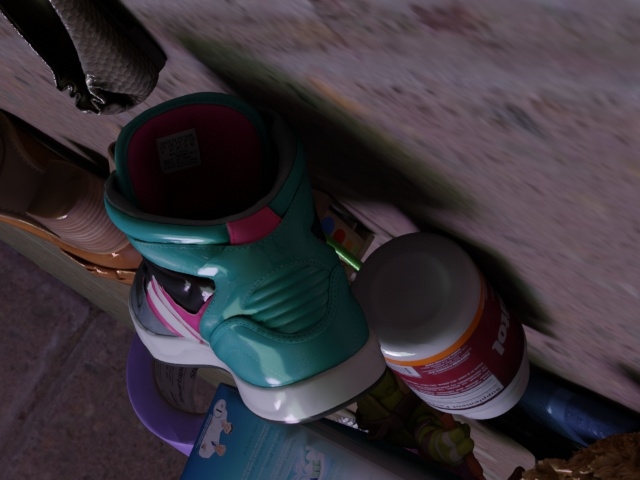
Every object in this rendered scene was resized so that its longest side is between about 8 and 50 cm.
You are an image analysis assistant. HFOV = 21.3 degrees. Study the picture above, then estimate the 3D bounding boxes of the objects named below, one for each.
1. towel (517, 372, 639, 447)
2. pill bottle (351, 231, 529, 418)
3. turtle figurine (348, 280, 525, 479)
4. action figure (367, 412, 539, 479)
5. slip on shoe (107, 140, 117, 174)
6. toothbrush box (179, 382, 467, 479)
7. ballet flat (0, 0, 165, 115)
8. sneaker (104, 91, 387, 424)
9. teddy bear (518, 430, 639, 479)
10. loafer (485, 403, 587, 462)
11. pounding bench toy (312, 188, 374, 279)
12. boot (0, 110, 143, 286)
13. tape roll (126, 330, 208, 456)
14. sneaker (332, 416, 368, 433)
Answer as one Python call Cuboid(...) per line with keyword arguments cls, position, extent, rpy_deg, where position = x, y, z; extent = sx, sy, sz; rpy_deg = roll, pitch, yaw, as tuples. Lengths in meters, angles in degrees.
Cuboid(cls="towel", position=(0.198, 0.133, 1.266), extent=(0.119, 0.029, 0.067), rpy_deg=(24, 166, 43))
Cuboid(cls="pill bottle", position=(0.084, 0.061, 1.102), extent=(0.086, 0.086, 0.152), rpy_deg=(27, 169, 32))
Cuboid(cls="turtle figurine", position=(0.056, 0.120, 1.420), extent=(0.217, 0.087, 0.269), rpy_deg=(46, -172, -16))
Cuboid(cls="action figure", position=(0.143, 0.286, 1.559), extent=(0.248, 0.276, 0.370), rpy_deg=(48, 177, -38))
Cuboid(cls="slip on shoe", position=(-0.119, -0.041, 1.363), extent=(0.135, 0.051, 0.041), rpy_deg=(34, 161, 31))
Cuboid(cls="toothbrush box", position=(0.050, 0.237, 1.394), extent=(0.216, 0.126, 0.295), rpy_deg=(24, 177, -37))
Cuboid(cls="ballet flat", position=(-0.173, -0.143, 0.979), extent=(0.084, 0.058, 0.250), rpy_deg=(25, 168, 34))
Cuboid(cls="sneaker", position=(-0.074, -0.005, 1.057), extent=(0.295, 0.124, 0.178), rpy_deg=(19, 133, 63))
Cuboid(cls="teddy bear", position=(0.264, 0.231, 1.188), extent=(0.338, 0.113, 0.245), rpy_deg=(49, 165, -26))
Cuboid(cls="loafer", position=(0.223, 0.196, 1.348), extent=(0.223, 0.078, 0.076), rpy_deg=(32, 171, 7))
Cuboid(cls="pounding bench toy", position=(0.000, 0.000, 1.161), extent=(0.083, 0.052, 0.065), rpy_deg=(22, 165, 47))
Cuboid(cls="boot", position=(-0.251, -0.032, 1.723), extent=(0.283, 0.109, 0.220), rpy_deg=(15, 165, 40))
Cuboid(cls="tape roll", position=(-0.087, 0.122, 1.644), extent=(0.189, 0.189, 0.080), rpy_deg=(26, 169, 35))
Cuboid(cls="sneaker", position=(0.130, 0.335, 2.329), extent=(0.146, 0.102, 0.293), rpy_deg=(35, 176, -39))
